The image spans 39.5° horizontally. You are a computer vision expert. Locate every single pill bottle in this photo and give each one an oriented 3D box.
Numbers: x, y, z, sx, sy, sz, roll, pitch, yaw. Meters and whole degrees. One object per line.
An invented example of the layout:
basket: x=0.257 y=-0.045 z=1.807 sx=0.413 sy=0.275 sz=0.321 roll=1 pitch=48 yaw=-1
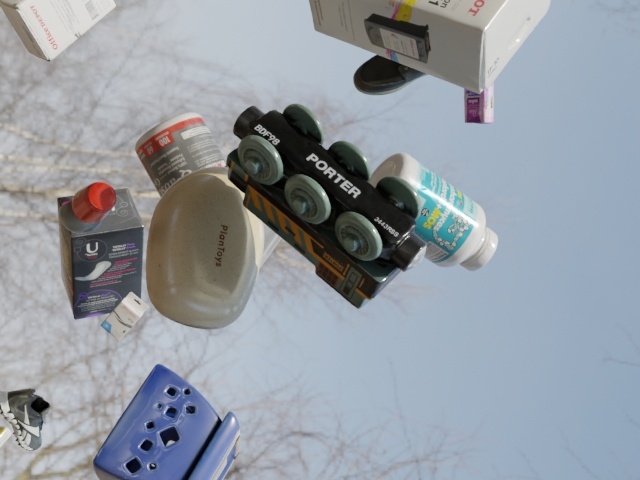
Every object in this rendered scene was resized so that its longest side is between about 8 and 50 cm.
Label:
pill bottle: x=-0.341 y=-0.152 z=2.467 sx=0.210 sy=0.210 sz=0.362 roll=-34 pitch=-95 yaw=52
pill bottle: x=0.215 y=-0.044 z=1.718 sx=0.146 sy=0.264 sz=0.146 roll=-47 pitch=-157 yaw=27

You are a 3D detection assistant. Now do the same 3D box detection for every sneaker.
sneaker: x=0.161 y=-0.343 z=1.620 sx=0.118 sy=0.222 sz=0.083 roll=72 pitch=-3 yaw=-73
sneaker: x=-0.718 y=0.445 z=2.223 sx=0.234 sy=0.106 sz=0.078 roll=82 pitch=-11 yaw=-45

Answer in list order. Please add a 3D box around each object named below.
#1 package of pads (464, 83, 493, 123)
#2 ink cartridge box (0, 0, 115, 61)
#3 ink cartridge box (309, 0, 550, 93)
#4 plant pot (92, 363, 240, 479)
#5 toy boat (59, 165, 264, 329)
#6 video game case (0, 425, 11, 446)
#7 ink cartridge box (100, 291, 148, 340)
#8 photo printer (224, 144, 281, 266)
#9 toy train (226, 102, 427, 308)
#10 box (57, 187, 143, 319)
package of pads: x=0.279 y=-0.247 z=1.575 sx=0.050 sy=0.032 sz=0.083 roll=8 pitch=-78 yaw=50
ink cartridge box: x=-0.597 y=-0.537 z=2.024 sx=0.092 sy=0.218 sz=0.158 roll=24 pitch=-28 yaw=33
ink cartridge box: x=0.164 y=-0.382 z=1.345 sx=0.306 sy=0.226 sz=0.131 roll=25 pitch=-26 yaw=25
plant pot: x=-0.289 y=0.419 z=1.768 sx=0.236 sy=0.212 sz=0.236 roll=-59 pitch=172 yaw=-27
toy boat: x=-0.244 y=-0.011 z=1.404 sx=0.148 sy=0.318 sz=0.267 roll=-22 pitch=-129 yaw=58
video game case: x=-0.747 y=0.434 z=1.743 sx=0.227 sy=0.206 sz=0.026 roll=-1 pitch=-55 yaw=34
ink cartridge box: x=-0.375 y=0.145 z=1.711 sx=0.083 sy=0.048 sz=0.028 roll=-48 pitch=-173 yaw=9
photo printer: x=-0.168 y=-0.105 z=2.164 sx=0.256 sy=0.107 sz=0.307 roll=-54 pitch=-146 yaw=31
toy train: x=-0.001 y=-0.050 z=1.281 sx=0.334 sy=0.142 sz=0.190 roll=38 pitch=-36 yaw=12
box: x=-0.506 y=0.031 z=2.053 sx=0.270 sy=0.165 sz=0.143 roll=103 pitch=-33 yaw=-42
